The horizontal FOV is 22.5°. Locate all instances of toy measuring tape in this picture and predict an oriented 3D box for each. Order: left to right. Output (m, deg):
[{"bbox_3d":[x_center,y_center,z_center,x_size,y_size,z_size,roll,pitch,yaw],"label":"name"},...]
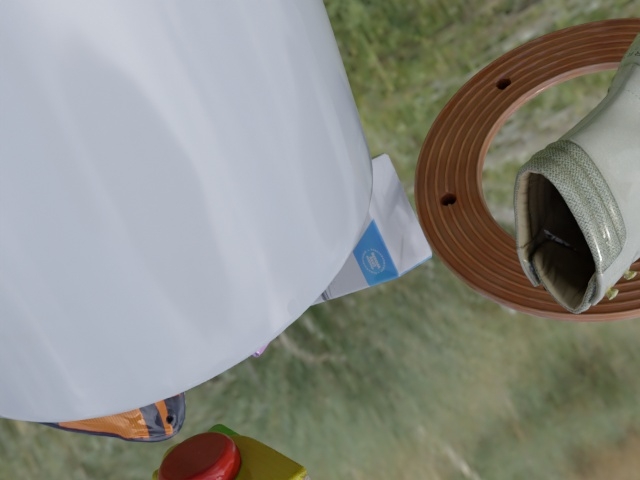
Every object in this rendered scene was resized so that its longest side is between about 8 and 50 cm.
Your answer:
[{"bbox_3d":[-0.047,0.226,1.233,0.121,0.121,0.330,-20,-158,-28],"label":"toy measuring tape"}]

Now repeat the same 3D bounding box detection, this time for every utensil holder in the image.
[{"bbox_3d":[-0.170,-0.141,0.853,0.327,0.327,0.385,-27,129,-6],"label":"utensil holder"}]

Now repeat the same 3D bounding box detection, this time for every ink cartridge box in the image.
[{"bbox_3d":[0.000,0.000,1.458,0.180,0.104,0.060,-20,-173,41],"label":"ink cartridge box"}]

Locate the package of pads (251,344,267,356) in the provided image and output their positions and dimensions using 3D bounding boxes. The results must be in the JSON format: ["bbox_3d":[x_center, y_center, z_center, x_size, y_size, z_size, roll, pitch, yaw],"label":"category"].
[{"bbox_3d":[-0.034,0.030,0.979,0.083,0.032,0.050,-58,-163,-16],"label":"package of pads"}]

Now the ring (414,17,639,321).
[{"bbox_3d":[0.246,-0.063,1.374,0.336,0.336,0.032,-28,136,-3],"label":"ring"}]

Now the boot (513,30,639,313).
[{"bbox_3d":[0.199,-0.005,0.993,0.077,0.213,0.165,13,-132,44],"label":"boot"}]

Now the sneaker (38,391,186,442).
[{"bbox_3d":[-0.104,0.039,1.219,0.321,0.180,0.124,-21,-163,-13],"label":"sneaker"}]
